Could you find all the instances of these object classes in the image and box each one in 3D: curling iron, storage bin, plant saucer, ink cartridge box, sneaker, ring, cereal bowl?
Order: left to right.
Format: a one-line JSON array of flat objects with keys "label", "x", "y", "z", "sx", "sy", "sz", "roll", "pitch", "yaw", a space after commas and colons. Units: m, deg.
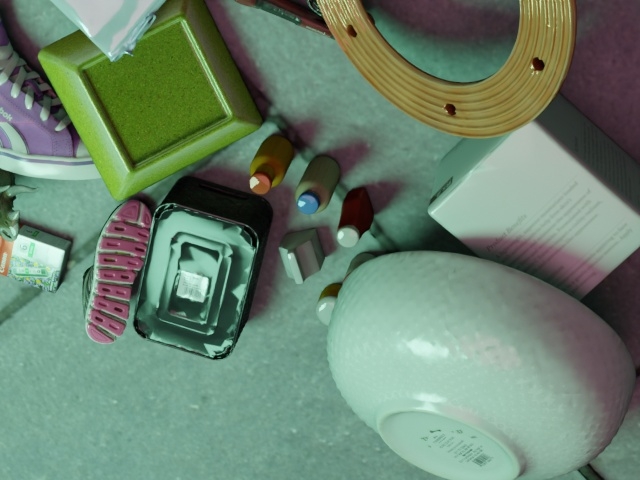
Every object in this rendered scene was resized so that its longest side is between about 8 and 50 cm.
[{"label": "sneaker", "x": -0.339, "y": -0.168, "z": 1.685, "sx": 0.282, "sy": 0.102, "sz": 0.161, "roll": 16, "pitch": 113, "yaw": 4}, {"label": "ink cartridge box", "x": -0.359, "y": 0.014, "z": 1.809, "sx": 0.115, "sy": 0.029, "sz": 0.063, "roll": 19, "pitch": 117, "yaw": 2}, {"label": "sneaker", "x": -0.243, "y": 0.032, "z": 1.777, "sx": 0.063, "sy": 0.075, "sz": 0.170, "roll": 12, "pitch": 97, "yaw": -22}, {"label": "plant saucer", "x": -0.178, "y": -0.160, "z": 1.640, "sx": 0.188, "sy": 0.045, "sz": 0.188, "roll": -28, "pitch": 107, "yaw": -6}, {"label": "storage bin", "x": -0.135, "y": 0.032, "z": 1.743, "sx": 0.122, "sy": 0.084, "sz": 0.180, "roll": 16, "pitch": 116, "yaw": 3}, {"label": "curling iron", "x": -0.078, "y": -0.280, "z": 1.616, "sx": 0.274, "sy": 0.035, "sz": 0.068, "roll": 20, "pitch": 112, "yaw": 1}, {"label": "ring", "x": 0.112, "y": -0.255, "z": 1.469, "sx": 0.336, "sy": 0.032, "sz": 0.337, "roll": 32, "pitch": 140, "yaw": 31}, {"label": "cereal bowl", "x": 0.155, "y": 0.161, "z": 1.623, "sx": 0.339, "sy": 0.141, "sz": 0.339, "roll": 18, "pitch": 150, "yaw": 11}]

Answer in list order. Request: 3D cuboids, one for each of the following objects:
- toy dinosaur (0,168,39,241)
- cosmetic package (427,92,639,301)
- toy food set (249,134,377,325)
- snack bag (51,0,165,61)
[{"label": "toy dinosaur", "x": -0.468, "y": -0.066, "z": 1.748, "sx": 0.313, "sy": 0.121, "sz": 0.160, "roll": 23, "pitch": 116, "yaw": 6}, {"label": "cosmetic package", "x": 0.234, "y": -0.049, "z": 1.595, "sx": 0.183, "sy": 0.151, "sz": 0.151, "roll": 41, "pitch": 115, "yaw": -9}, {"label": "toy food set", "x": 0.000, "y": 0.000, "z": 1.689, "sx": 0.111, "sy": 0.104, "sz": 0.232, "roll": -11, "pitch": 112, "yaw": 16}, {"label": "snack bag", "x": -0.225, "y": -0.408, "z": 1.545, "sx": 0.342, "sy": 0.037, "sz": 0.323, "roll": 42, "pitch": 102, "yaw": -5}]
